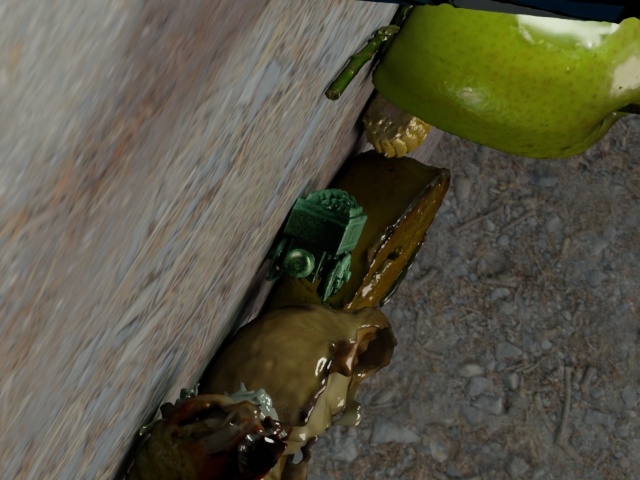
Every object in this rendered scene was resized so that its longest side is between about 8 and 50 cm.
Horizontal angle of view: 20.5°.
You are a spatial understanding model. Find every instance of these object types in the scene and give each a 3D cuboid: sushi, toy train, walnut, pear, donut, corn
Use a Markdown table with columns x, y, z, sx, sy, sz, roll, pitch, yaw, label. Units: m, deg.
| x | y | z | sx | sy | sz | roll | pitch | yaw | label |
| --- | --- | --- | --- | --- | --- | --- | --- | --- | --- |
| -0.100 | 0.173 | 1.394 | 0.226 | 0.097 | 0.103 | -45 | -179 | 39 | sushi |
| 0.000 | 0.000 | 1.615 | 0.172 | 0.070 | 0.099 | -16 | 128 | -83 | toy train |
| -0.041 | 0.144 | 1.631 | 0.238 | 0.141 | 0.204 | -58 | 165 | -7 | walnut |
| 0.210 | -0.201 | 1.569 | 0.292 | 0.292 | 0.159 | -58 | -175 | -31 | pear |
| 0.029 | 0.015 | 1.878 | 0.272 | 0.107 | 0.272 | -57 | 171 | -15 | donut |
| 0.078 | -0.122 | 1.761 | 0.085 | 0.063 | 0.165 | -37 | 177 | 8 | corn |

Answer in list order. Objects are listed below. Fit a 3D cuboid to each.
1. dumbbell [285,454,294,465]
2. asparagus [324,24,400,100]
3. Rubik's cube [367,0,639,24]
| x | y | z | sx | sy | sz | roll | pitch | yaw | label |
| --- | --- | --- | --- | --- | --- | --- | --- | --- | --- |
| -0.113 | 0.298 | 2.068 | 0.191 | 0.100 | 0.100 | -57 | 175 | -36 | dumbbell |
| 0.034 | -0.144 | 1.374 | 0.163 | 0.016 | 0.016 | -54 | 147 | -59 | asparagus |
| 0.100 | -0.213 | 0.732 | 0.284 | 0.250 | 0.234 | -1 | 101 | -80 | Rubik's cube |
